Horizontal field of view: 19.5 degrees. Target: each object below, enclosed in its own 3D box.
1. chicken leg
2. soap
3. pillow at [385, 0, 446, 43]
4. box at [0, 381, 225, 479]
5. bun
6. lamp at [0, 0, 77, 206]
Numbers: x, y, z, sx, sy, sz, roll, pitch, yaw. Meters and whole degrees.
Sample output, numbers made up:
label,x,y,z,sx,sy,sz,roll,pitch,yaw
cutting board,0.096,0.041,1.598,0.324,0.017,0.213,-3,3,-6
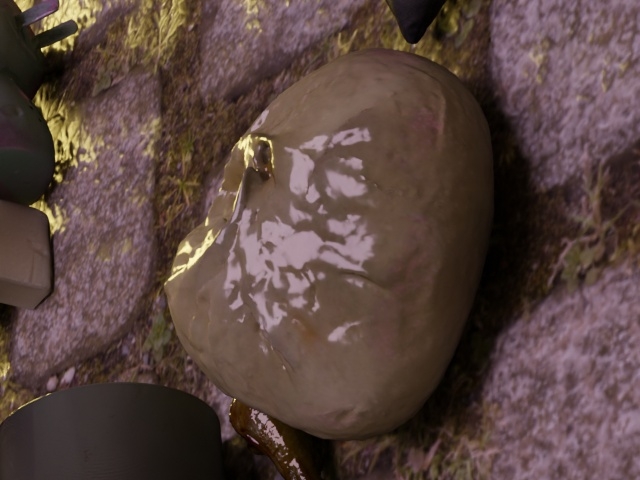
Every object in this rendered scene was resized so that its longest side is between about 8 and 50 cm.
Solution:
label,x,y,z,sx,sy,sz,roll,pitch,yaw
chicken leg,-0.027,0.196,1.731,0.070,0.093,0.178,-29,47,-10
soap,-0.420,0.004,2.278,0.064,0.183,0.121,-39,47,40
pillow,0.107,-0.331,1.728,0.250,0.106,0.186,-56,44,30
box,-0.203,0.256,1.813,0.226,0.226,0.149,-40,46,40
bun,0.000,0.000,1.643,0.361,0.213,0.361,-33,48,46
lamp,-0.420,-0.201,2.377,0.247,0.247,0.301,-26,57,10
